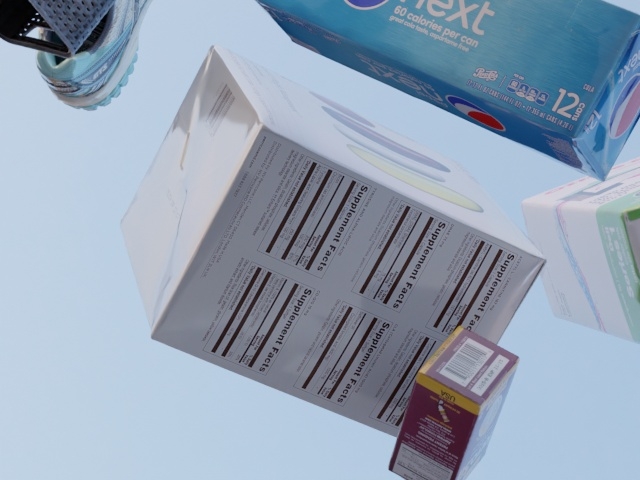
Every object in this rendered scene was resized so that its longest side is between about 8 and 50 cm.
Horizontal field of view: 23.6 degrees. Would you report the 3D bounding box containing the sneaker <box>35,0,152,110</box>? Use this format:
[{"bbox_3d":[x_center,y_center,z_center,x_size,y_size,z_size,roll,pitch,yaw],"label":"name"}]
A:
[{"bbox_3d":[-0.204,-0.270,1.505,0.110,0.122,0.283,15,-94,10],"label":"sneaker"}]

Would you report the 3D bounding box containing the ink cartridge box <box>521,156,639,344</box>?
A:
[{"bbox_3d":[0.303,-0.008,1.244,0.278,0.201,0.117,-160,-129,-81],"label":"ink cartridge box"}]

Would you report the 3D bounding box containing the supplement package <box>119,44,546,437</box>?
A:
[{"bbox_3d":[0.000,0.000,0.990,0.203,0.194,0.149,24,-76,-21],"label":"supplement package"}]

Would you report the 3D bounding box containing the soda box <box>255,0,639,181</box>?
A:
[{"bbox_3d":[0.068,-0.110,0.799,0.210,0.067,0.071,28,-94,28],"label":"soda box"}]

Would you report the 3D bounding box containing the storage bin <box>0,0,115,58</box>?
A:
[{"bbox_3d":[-0.268,-0.252,1.316,0.122,0.084,0.180,18,-25,40],"label":"storage bin"}]

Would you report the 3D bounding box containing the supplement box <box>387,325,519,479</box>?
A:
[{"bbox_3d":[0.077,0.101,0.892,0.043,0.055,0.083,28,-49,17],"label":"supplement box"}]
